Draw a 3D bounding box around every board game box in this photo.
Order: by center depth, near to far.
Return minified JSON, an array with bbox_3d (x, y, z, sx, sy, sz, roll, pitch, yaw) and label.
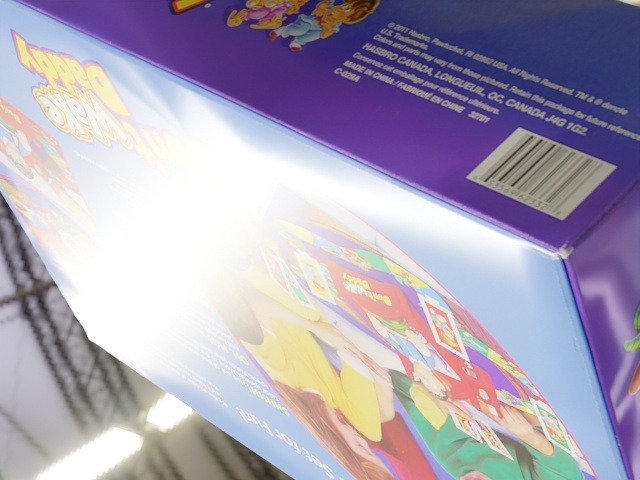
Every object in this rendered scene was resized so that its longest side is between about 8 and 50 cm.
[{"bbox_3d":[0.000,0.000,0.550,0.347,0.078,0.233,28,152,42],"label":"board game box"}]
